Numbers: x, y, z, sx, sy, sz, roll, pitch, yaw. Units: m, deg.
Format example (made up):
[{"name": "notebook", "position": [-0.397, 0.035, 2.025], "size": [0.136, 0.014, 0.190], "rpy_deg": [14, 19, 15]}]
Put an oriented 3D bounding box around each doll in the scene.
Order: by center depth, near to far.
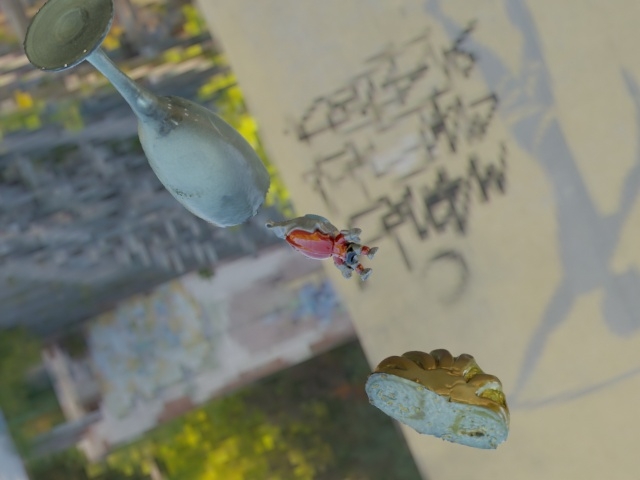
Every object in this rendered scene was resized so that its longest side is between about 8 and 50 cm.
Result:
[{"name": "doll", "position": [0.001, -0.001, 1.803], "size": [0.057, 0.114, 0.039], "rpy_deg": [79, 35, -69]}]

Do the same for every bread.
[{"name": "bread", "position": [0.137, 0.159, 1.996], "size": [0.094, 0.157, 0.083], "rpy_deg": [-47, 164, -41]}]

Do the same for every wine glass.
[{"name": "wine glass", "position": [-0.220, -0.063, 1.824], "size": [0.264, 0.096, 0.309], "rpy_deg": [-44, 138, 0]}]
